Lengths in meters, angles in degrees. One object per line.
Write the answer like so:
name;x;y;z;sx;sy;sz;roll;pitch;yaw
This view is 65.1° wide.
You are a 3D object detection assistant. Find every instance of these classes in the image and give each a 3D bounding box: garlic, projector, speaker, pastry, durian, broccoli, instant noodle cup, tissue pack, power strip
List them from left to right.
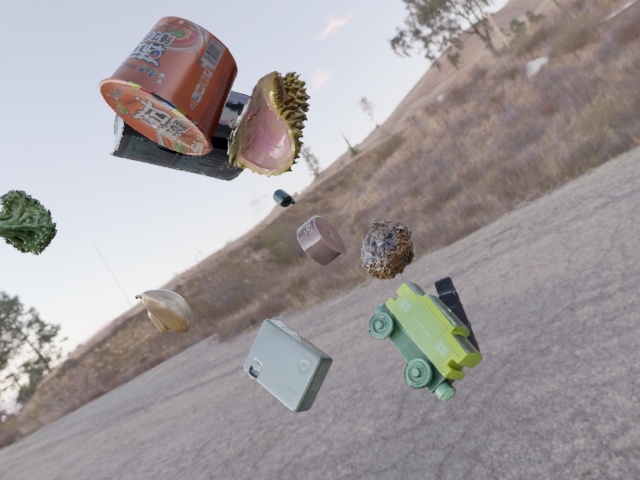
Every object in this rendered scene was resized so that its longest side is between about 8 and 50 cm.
broccoli;-0.932;-0.050;1.543;0.194;0.220;0.194;-13;3;1
garlic;-0.578;0.254;1.896;0.217;0.228;0.110;-5;41;40
instant noodle cup;-0.300;-0.327;1.059;0.192;0.250;0.250;-65;10;-16
tissue pack;-0.437;-0.364;1.614;0.416;0.253;0.264;8;-16;-27
durian;-0.100;-0.309;1.286;0.196;0.185;0.305;-55;-10;-52
speaker;-0.141;-0.175;2.048;0.094;0.075;0.060;-14;-51;-39
projector;-0.103;0.388;1.566;0.099;0.256;0.192;22;-85;-54
power strip;0.000;0.000;1.579;0.078;0.154;0.154;-40;-4;23
pastry;0.292;0.041;2.129;0.193;0.275;0.275;16;-23;-22

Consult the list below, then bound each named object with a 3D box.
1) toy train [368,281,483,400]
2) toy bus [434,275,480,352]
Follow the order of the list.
toy train;0.372;0.344;1.799;0.272;0.442;0.179;-50;-43;13
toy bus;0.586;0.326;2.163;0.093;0.092;0.409;-21;39;12
